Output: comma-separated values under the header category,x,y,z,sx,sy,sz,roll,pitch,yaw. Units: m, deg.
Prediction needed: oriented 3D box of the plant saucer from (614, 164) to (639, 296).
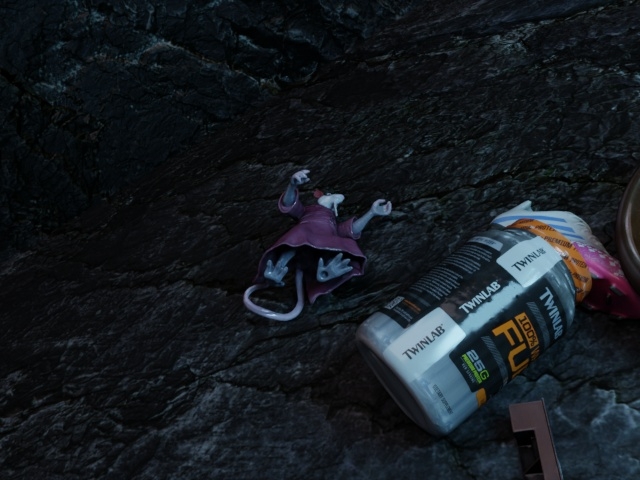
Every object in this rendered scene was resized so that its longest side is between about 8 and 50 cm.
category,x,y,z,sx,sy,sz,roll,pitch,yaw
plant saucer,0.517,-0.038,0.689,0.310,0.050,0.310,-42,39,47

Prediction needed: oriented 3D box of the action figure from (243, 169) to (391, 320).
category,x,y,z,sx,sy,sz,roll,pitch,yaw
action figure,0.000,0.000,1.231,0.275,0.248,0.370,-61,9,25

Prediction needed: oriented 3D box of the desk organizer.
category,x,y,z,sx,sy,sz,roll,pitch,yaw
desk organizer,0.297,0.288,0.735,0.050,0.047,0.130,-15,37,20

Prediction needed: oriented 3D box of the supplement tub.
category,x,y,z,sx,sy,sz,roll,pitch,yaw
supplement tub,0.241,0.124,0.841,0.338,0.207,0.207,-36,36,-12

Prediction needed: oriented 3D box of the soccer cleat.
category,x,y,z,sx,sy,sz,roll,pitch,yaw
soccer cleat,0.440,0.012,0.934,0.143,0.116,0.331,-36,36,-12
